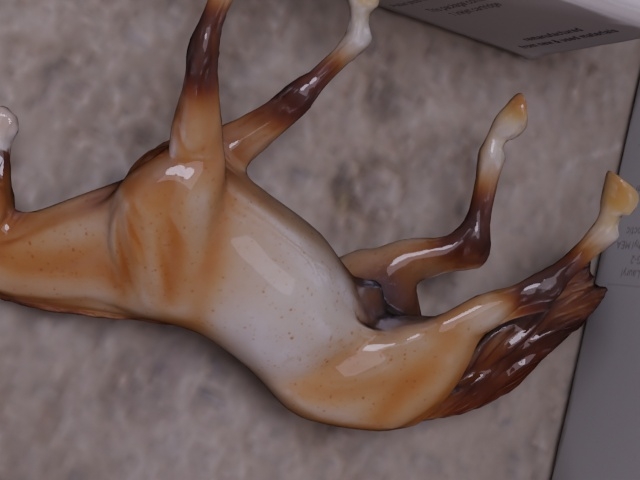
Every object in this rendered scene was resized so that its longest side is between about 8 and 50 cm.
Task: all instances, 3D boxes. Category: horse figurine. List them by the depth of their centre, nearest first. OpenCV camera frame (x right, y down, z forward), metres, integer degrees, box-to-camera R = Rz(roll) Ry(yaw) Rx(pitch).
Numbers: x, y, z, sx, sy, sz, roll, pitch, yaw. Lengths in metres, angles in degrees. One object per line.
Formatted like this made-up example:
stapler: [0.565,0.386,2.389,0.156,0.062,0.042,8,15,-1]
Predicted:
horse figurine: [0.000,0.000,0.570,0.263,0.066,0.174,32,104,-27]

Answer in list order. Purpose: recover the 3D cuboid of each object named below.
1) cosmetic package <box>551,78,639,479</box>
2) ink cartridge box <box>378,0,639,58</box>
cosmetic package: [0.223,0.087,0.626,0.217,0.156,0.385,17,87,-20]
ink cartridge box: [0.008,-0.201,0.553,0.272,0.115,0.198,16,86,-21]
